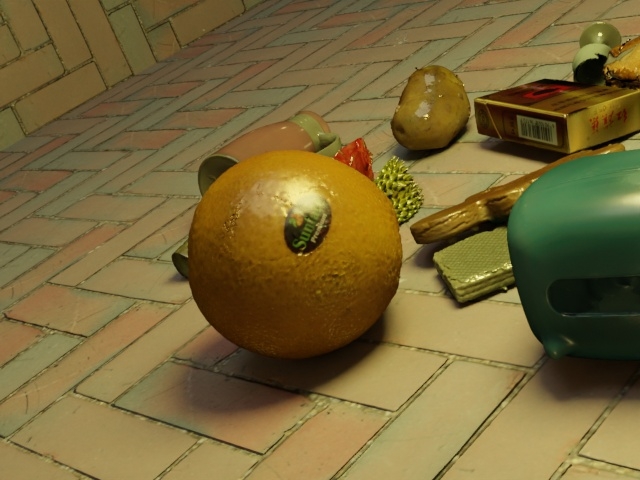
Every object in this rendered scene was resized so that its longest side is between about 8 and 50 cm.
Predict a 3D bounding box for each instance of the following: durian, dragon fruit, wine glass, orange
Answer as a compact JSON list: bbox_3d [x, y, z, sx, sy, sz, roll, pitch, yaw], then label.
[{"bbox_3d":[0.104,-0.077,1.609,0.100,0.086,0.215,-23,19,37],"label":"durian"},{"bbox_3d":[0.055,-0.105,1.667,0.106,0.083,0.162,-44,-11,-26],"label":"dragon fruit"},{"bbox_3d":[0.487,-0.320,1.791,0.079,0.079,0.195,-11,25,24],"label":"wine glass"},{"bbox_3d":[-0.032,0.018,1.274,0.274,0.274,0.274,-19,23,8],"label":"orange"}]

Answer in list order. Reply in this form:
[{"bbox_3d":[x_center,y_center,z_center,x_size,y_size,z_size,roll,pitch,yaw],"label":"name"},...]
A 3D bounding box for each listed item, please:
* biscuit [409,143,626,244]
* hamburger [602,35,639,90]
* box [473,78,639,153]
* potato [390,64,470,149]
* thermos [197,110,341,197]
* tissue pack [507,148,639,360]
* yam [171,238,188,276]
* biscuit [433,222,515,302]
[{"bbox_3d":[0.267,-0.058,1.412,0.301,0.049,0.197,-22,1,-7],"label":"biscuit"},{"bbox_3d":[0.560,-0.280,1.607,0.231,0.107,0.231,-21,26,11],"label":"hamburger"},{"bbox_3d":[0.376,-0.202,1.614,0.159,0.071,0.240,-20,21,-20],"label":"box"},{"bbox_3d":[0.195,-0.227,1.799,0.137,0.137,0.176,-2,51,40],"label":"potato"},{"bbox_3d":[-0.073,-0.143,1.833,0.176,0.146,0.265,9,34,37],"label":"thermos"},{"bbox_3d":[0.335,0.016,1.023,0.287,0.198,0.206,-4,27,32],"label":"tissue pack"},{"bbox_3d":[-0.176,-0.003,1.706,0.068,0.068,0.169,-1,38,41],"label":"yam"},{"bbox_3d":[0.252,0.013,1.313,0.199,0.040,0.121,-21,24,0],"label":"biscuit"}]
